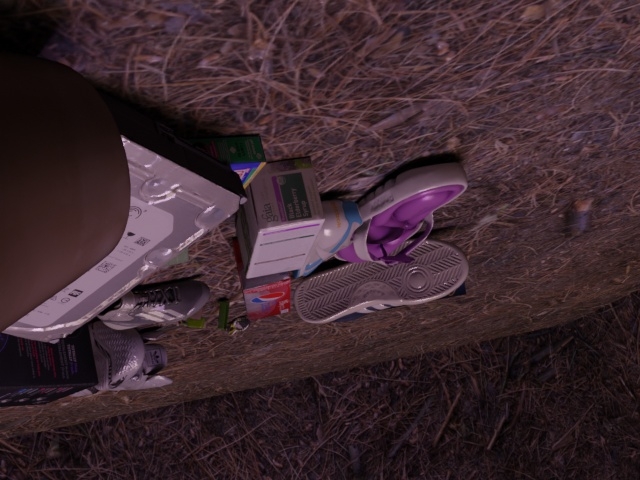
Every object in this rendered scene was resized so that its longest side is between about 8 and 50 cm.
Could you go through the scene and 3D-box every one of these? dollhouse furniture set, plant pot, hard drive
[{"bbox_3d":[-0.268,0.149,1.893,0.152,0.058,0.076,4,174,7],"label":"dollhouse furniture set"},{"bbox_3d":[-0.321,-0.038,0.742,0.280,0.323,0.323,-23,175,-45],"label":"plant pot"},{"bbox_3d":[-0.280,-0.007,1.036,0.339,0.064,0.237,-35,147,19],"label":"hard drive"}]

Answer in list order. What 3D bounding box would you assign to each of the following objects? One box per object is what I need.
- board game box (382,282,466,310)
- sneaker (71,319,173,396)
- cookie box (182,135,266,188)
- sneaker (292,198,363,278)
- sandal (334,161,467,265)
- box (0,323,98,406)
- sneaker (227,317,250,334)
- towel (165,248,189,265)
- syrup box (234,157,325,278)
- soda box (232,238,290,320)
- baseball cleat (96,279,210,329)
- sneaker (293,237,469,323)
[{"bbox_3d":[0.173,0.115,2.026,0.243,0.042,0.165,-9,-177,-19],"label":"board game box"},{"bbox_3d":[-0.391,0.237,1.900,0.210,0.137,0.366,-4,167,-35],"label":"sneaker"},{"bbox_3d":[-0.133,-0.091,1.123,0.107,0.040,0.092,-7,162,-26],"label":"cookie box"},{"bbox_3d":[0.000,0.000,1.480,0.092,0.087,0.228,-11,167,-18],"label":"sneaker"},{"bbox_3d":[0.118,-0.010,1.511,0.170,0.102,0.416,-9,164,-15],"label":"sandal"},{"bbox_3d":[-0.524,0.182,1.516,0.143,0.165,0.270,-23,162,28],"label":"box"},{"bbox_3d":[-0.184,0.193,2.122,0.035,0.031,0.083,-18,176,-42],"label":"sneaker"},{"bbox_3d":[-0.358,0.024,1.351,0.325,0.038,0.248,-13,166,-10],"label":"towel"},{"bbox_3d":[-0.063,-0.027,1.312,0.096,0.093,0.237,-10,164,-13],"label":"syrup box"},{"bbox_3d":[-0.100,0.066,1.609,0.084,0.092,0.263,-12,165,-6],"label":"soda box"},{"bbox_3d":[-0.304,0.113,1.645,0.206,0.072,0.109,-19,158,6],"label":"baseball cleat"},{"bbox_3d":[0.125,0.079,1.826,0.350,0.131,0.148,-13,174,14],"label":"sneaker"}]
